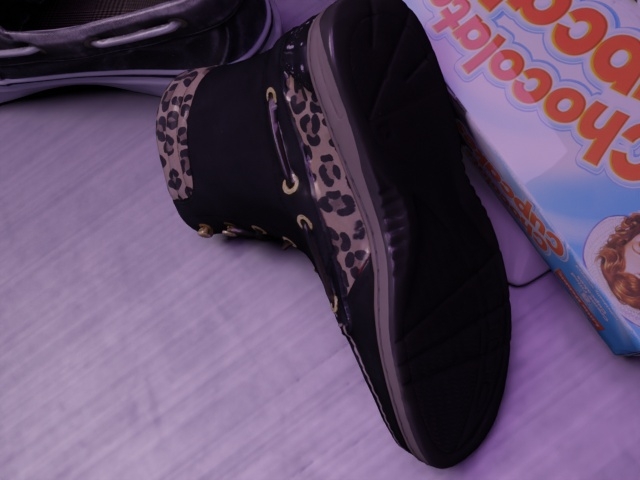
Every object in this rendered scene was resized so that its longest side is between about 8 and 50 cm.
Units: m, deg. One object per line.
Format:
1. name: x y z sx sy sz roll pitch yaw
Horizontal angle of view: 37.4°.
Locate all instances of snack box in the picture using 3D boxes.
1. snack box: 0.137 -0.123 0.493 0.187 0.060 0.322 -35 82 -4

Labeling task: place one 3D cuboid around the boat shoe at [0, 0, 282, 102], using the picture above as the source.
1. boat shoe: -0.192 -0.165 0.623 0.335 0.119 0.121 2 67 15

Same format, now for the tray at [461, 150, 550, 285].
1. tray: 0.181 -0.102 0.550 0.270 0.030 0.145 -34 63 -2

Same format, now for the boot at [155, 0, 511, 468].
1. boot: 0.001 -0.001 0.516 0.085 0.236 0.178 -23 13 -37
